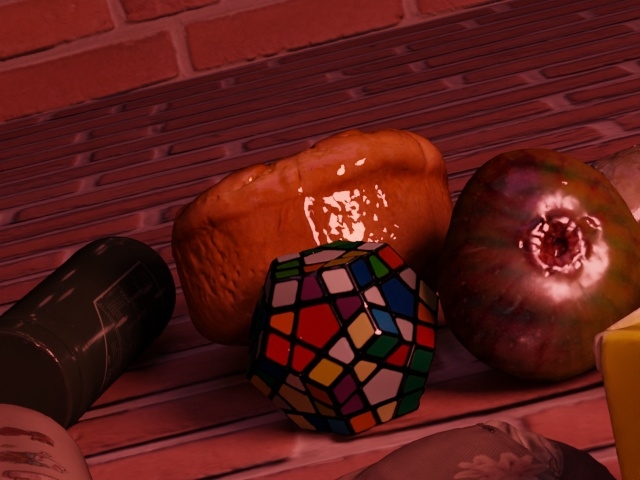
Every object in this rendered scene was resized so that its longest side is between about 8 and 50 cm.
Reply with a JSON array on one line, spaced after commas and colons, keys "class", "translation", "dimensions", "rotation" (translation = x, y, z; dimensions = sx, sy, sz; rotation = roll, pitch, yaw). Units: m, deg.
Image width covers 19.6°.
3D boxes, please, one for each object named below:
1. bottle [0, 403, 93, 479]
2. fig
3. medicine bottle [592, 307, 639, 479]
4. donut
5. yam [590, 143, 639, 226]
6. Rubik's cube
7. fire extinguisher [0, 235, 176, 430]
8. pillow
[{"class": "bottle", "translation": [-0.161, 0.164, 0.953], "dimensions": [0.110, 0.110, 0.233], "rotation": [-16, 14, -10]}, {"class": "fig", "translation": [0.136, 0.025, 1.232], "dimensions": [0.149, 0.149, 0.245], "rotation": [-15, -8, -5]}, {"class": "medicine bottle", "translation": [0.256, 0.087, 0.778], "dimensions": [0.250, 0.137, 0.141], "rotation": [1, 20, 45]}, {"class": "donut", "translation": [-0.002, 0.001, 1.343], "dimensions": [0.227, 0.113, 0.226], "rotation": [-16, -10, -3]}, {"class": "yam", "translation": [0.277, -0.034, 1.342], "dimensions": [0.194, 0.107, 0.107], "rotation": [-20, 14, -19]}, {"class": "Rubik's cube", "translation": [0.014, 0.062, 1.191], "dimensions": [0.112, 0.133, 0.133], "rotation": [-38, -2, 34]}, {"class": "fire extinguisher", "translation": [-0.182, 0.068, 1.417], "dimensions": [0.095, 0.114, 0.311], "rotation": [33, 23, 3]}, {"class": "pillow", "translation": [0.026, 0.149, 0.932], "dimensions": [0.255, 0.059, 0.169], "rotation": [-17, 16, -15]}]
